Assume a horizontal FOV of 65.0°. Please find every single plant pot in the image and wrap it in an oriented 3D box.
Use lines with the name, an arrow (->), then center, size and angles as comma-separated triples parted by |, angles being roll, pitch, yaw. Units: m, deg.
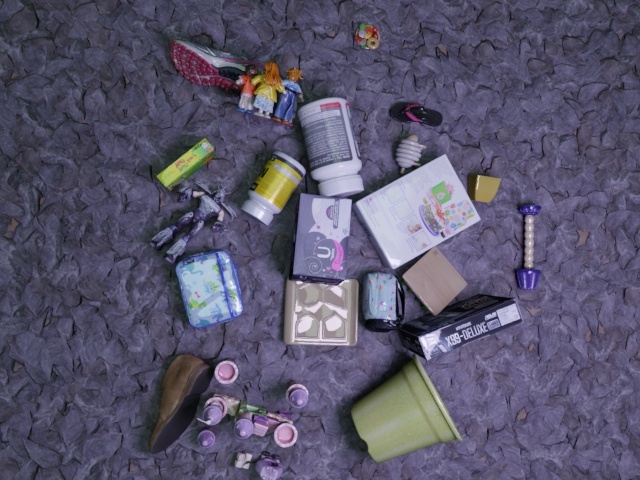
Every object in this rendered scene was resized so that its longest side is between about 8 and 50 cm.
plant pot -> 0.526, -0.167, 1.635 | 0.081, 0.081, 0.083 | 8, 97, -6
plant pot -> 0.238, 0.517, 1.492 | 0.254, 0.276, 0.276 | -29, 91, 5

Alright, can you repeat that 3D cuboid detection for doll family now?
doll family -> -0.121, -0.437, 1.489 | 0.263, 0.118, 0.163 | 4, 104, -47

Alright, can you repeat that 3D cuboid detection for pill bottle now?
pill bottle -> -0.147, -0.156, 1.533 | 0.119, 0.119, 0.208 | 33, 83, -4
pill bottle -> 0.035, -0.276, 1.540 | 0.161, 0.161, 0.283 | -12, 89, -7

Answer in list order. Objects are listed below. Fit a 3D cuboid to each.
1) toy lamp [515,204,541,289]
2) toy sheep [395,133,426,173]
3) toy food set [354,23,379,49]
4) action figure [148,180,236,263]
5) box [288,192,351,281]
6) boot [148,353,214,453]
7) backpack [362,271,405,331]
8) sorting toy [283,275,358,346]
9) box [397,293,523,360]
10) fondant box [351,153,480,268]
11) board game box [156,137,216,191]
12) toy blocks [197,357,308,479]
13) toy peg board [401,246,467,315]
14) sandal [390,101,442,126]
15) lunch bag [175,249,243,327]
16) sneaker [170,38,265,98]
toy lamp -> 0.681, 0.025, 1.645 | 0.080, 0.080, 0.274 | 5, 84, -7
toy sheep -> 0.282, -0.276, 1.609 | 0.091, 0.091, 0.132 | 15, 92, -6
toy food set -> 0.154, -0.666, 1.644 | 0.083, 0.020, 0.083 | 9, 86, -6
action figure -> -0.377, -0.060, 1.514 | 0.185, 0.099, 0.285 | 41, 79, 6
box -> 0.000, 0.000, 1.512 | 0.164, 0.142, 0.247 | 7, 78, -7
boot -> -0.435, 0.481, 1.494 | 0.115, 0.112, 0.305 | 28, 88, 26
backpack -> 0.186, 0.186, 1.545 | 0.115, 0.152, 0.181 | 7, 74, -15
sorting toy -> 0.004, 0.173, 1.578 | 0.229, 0.041, 0.307 | 4, 80, -7
box -> 0.409, 0.253, 1.517 | 0.308, 0.242, 0.076 | -20, 90, -7
fondant box -> 0.300, -0.090, 1.595 | 0.330, 0.096, 0.238 | -29, 91, -6
board game box -> -0.402, -0.227, 1.519 | 0.181, 0.092, 0.043 | -40, 93, -7
toy blocks -> -0.202, 0.527, 1.421 | 0.289, 0.260, 0.308 | 19, 85, -6
toy peg board -> 0.349, 0.134, 1.606 | 0.161, 0.079, 0.161 | -39, 88, -23
sandal -> 0.317, -0.415, 1.640 | 0.179, 0.040, 0.067 | 8, 86, -6
lunch bag -> -0.329, 0.142, 1.513 | 0.176, 0.090, 0.218 | -12, 90, -10
sneaker -> -0.318, -0.536, 1.547 | 0.299, 0.121, 0.112 | 23, 56, -4
